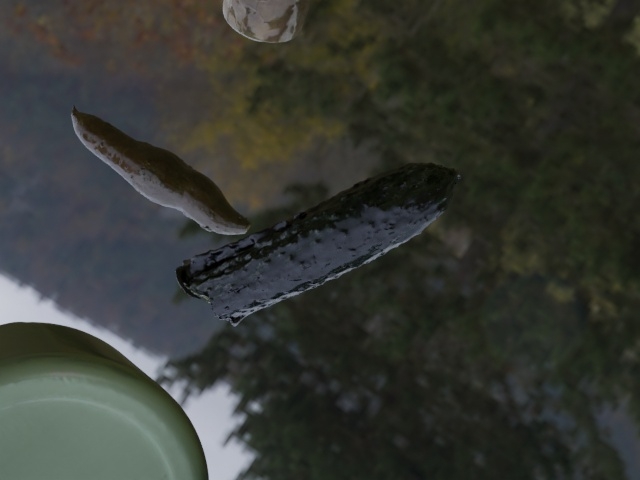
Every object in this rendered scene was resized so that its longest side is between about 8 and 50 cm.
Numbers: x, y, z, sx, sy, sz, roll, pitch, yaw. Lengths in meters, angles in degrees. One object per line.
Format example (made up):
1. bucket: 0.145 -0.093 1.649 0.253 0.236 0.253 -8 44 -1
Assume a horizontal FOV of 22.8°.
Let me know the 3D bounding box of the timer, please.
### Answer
1. timer: -0.278 0.179 1.429 0.290 0.291 0.315 32 -174 -27

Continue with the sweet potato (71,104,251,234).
1. sweet potato: -0.196 -0.083 1.872 0.274 0.067 0.067 34 -178 12

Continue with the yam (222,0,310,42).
1. yam: 0.005 -0.262 1.077 0.081 0.081 0.357 33 140 5

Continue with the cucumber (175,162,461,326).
1. cucumber: 0.000 0.002 1.241 0.067 0.245 0.067 46 -150 -38
